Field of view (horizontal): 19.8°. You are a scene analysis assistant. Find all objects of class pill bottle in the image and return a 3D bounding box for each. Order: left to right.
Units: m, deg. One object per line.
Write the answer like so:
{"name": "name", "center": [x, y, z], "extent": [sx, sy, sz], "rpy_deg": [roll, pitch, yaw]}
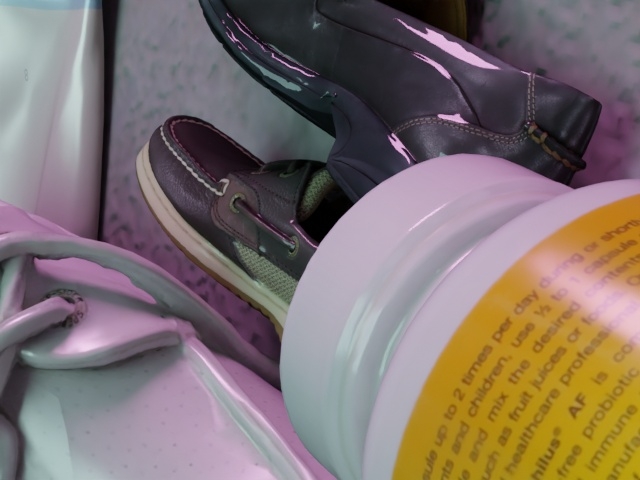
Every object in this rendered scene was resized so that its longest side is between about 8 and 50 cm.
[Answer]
{"name": "pill bottle", "center": [0.082, 0.057, 0.364], "extent": [0.208, 0.118, 0.117], "rpy_deg": [34, 115, 51]}

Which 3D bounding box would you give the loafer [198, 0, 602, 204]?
{"name": "loafer", "center": [0.019, -0.053, 0.521], "extent": [0.061, 0.062, 0.170], "rpy_deg": [-50, 49, 11]}

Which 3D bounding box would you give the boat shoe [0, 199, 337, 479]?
{"name": "boat shoe", "center": [-0.100, 0.040, 0.543], "extent": [0.136, 0.156, 0.367], "rpy_deg": [-45, 43, -12]}

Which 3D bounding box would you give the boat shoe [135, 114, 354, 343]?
{"name": "boat shoe", "center": [0.000, 0.000, 0.543], "extent": [0.152, 0.056, 0.049], "rpy_deg": [43, 117, 36]}

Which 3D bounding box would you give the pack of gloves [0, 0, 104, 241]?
{"name": "pack of gloves", "center": [-0.167, -0.120, 0.733], "extent": [0.195, 0.046, 0.232], "rpy_deg": [8, 97, 36]}
